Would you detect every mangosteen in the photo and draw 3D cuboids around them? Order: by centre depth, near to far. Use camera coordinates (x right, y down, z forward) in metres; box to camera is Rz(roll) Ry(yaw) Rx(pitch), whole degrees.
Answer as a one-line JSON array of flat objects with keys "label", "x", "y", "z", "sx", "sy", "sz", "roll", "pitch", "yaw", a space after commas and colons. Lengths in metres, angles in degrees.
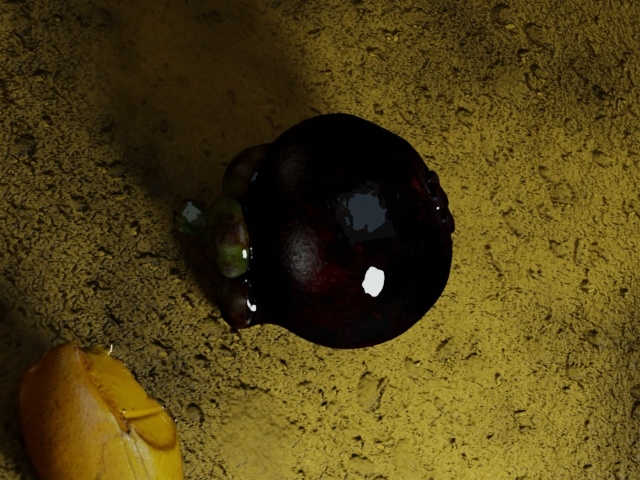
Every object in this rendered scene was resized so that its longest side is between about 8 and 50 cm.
[{"label": "mangosteen", "x": 0.011, "y": 0.005, "z": 1.898, "sx": 0.313, "sy": 0.297, "sz": 0.297, "roll": -40, "pitch": 90, "yaw": -6}]

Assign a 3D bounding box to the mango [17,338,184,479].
[{"label": "mango", "x": -0.238, "y": 0.230, "z": 1.721, "sx": 0.154, "sy": 0.126, "sz": 0.252, "roll": -31, "pitch": 91, "yaw": -49}]
